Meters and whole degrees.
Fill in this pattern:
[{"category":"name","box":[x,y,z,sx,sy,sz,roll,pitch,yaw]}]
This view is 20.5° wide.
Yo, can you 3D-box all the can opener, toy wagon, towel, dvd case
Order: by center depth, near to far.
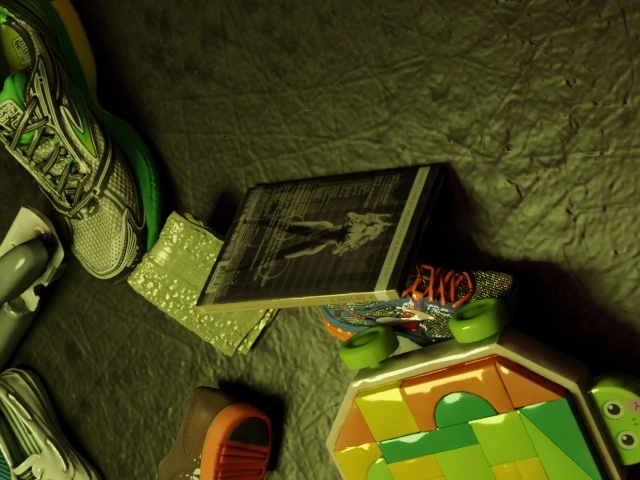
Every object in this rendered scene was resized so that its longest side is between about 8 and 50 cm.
[{"category":"toy wagon","box":[0.175,0.184,1.625,0.344,0.068,0.267,-17,108,30]},{"category":"dvd case","box":[0.000,0.000,1.706,0.221,0.164,0.018,-6,133,30]},{"category":"towel","box":[-0.113,0.044,1.806,0.148,0.027,0.110,33,108,-9]},{"category":"can opener","box":[-0.351,0.068,1.909,0.074,0.093,0.280,50,135,16]}]

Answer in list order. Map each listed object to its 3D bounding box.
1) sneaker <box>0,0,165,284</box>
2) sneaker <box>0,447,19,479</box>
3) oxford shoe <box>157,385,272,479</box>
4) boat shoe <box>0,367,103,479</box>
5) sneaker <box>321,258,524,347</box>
[{"category":"sneaker","box":[-0.284,-0.105,1.843,0.134,0.146,0.343,-32,83,28]},{"category":"sneaker","box":[-0.423,0.212,2.006,0.228,0.087,0.092,52,124,21]},{"category":"oxford shoe","box":[-0.126,0.283,1.853,0.098,0.097,0.271,29,107,44]},{"category":"boat shoe","box":[-0.310,0.249,1.945,0.083,0.076,0.226,-40,77,28]},{"category":"sneaker","box":[0.087,0.052,1.676,0.221,0.083,0.087,-3,136,28]}]
